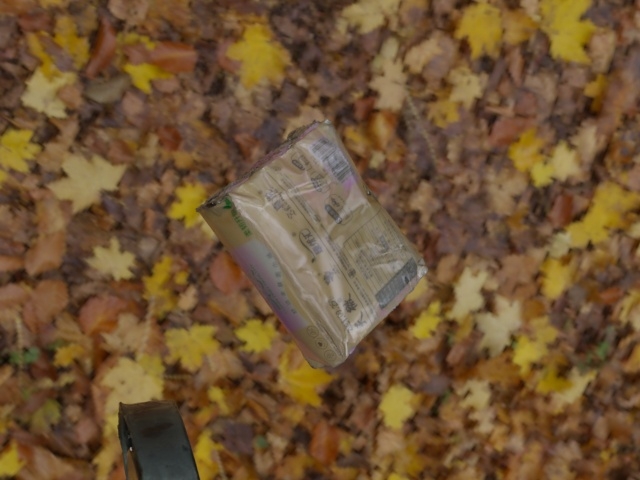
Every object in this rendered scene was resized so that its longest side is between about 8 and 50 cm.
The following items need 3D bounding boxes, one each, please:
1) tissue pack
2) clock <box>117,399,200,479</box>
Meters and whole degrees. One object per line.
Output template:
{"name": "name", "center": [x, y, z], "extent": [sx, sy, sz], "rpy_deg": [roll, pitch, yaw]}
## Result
{"name": "tissue pack", "center": [0.000, 0.000, 1.469], "extent": [0.215, 0.123, 0.256], "rpy_deg": [-42, 98, -34]}
{"name": "clock", "center": [-0.192, 0.395, 1.530], "extent": [0.076, 0.386, 0.386], "rpy_deg": [-11, 117, -14]}
